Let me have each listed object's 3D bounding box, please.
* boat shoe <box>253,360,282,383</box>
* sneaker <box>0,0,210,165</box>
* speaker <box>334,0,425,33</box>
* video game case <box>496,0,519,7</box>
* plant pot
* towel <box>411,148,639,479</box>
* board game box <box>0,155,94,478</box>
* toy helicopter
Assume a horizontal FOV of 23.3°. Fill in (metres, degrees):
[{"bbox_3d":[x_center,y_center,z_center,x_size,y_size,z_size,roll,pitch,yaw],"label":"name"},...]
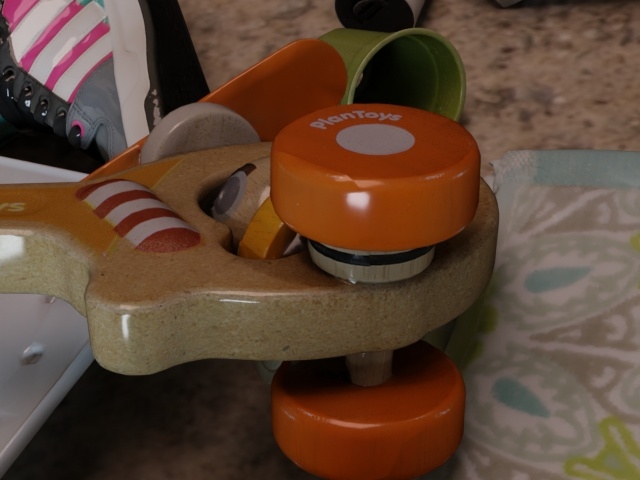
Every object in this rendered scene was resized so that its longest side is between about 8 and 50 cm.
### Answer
[{"bbox_3d":[0.000,0.000,0.856,0.079,0.084,0.233,11,35,-18],"label":"boat shoe"},{"bbox_3d":[-0.170,-0.084,0.951,0.178,0.124,0.295,-27,57,11],"label":"sneaker"},{"bbox_3d":[0.053,-0.191,1.012,0.055,0.055,0.136,4,50,23],"label":"speaker"},{"bbox_3d":[0.224,-0.290,0.967,0.244,0.061,0.269,-18,37,45],"label":"video game case"},{"bbox_3d":[0.030,-0.093,0.923,0.083,0.083,0.079,-38,34,-16],"label":"plant pot"},{"bbox_3d":[0.201,0.108,0.665,0.374,0.090,0.320,5,54,24],"label":"towel"},{"bbox_3d":[-0.303,0.101,0.842,0.390,0.050,0.390,12,54,38],"label":"board game box"},{"bbox_3d":[-0.098,-0.012,0.702,0.355,0.140,0.235,0,27,-1],"label":"toy helicopter"}]
